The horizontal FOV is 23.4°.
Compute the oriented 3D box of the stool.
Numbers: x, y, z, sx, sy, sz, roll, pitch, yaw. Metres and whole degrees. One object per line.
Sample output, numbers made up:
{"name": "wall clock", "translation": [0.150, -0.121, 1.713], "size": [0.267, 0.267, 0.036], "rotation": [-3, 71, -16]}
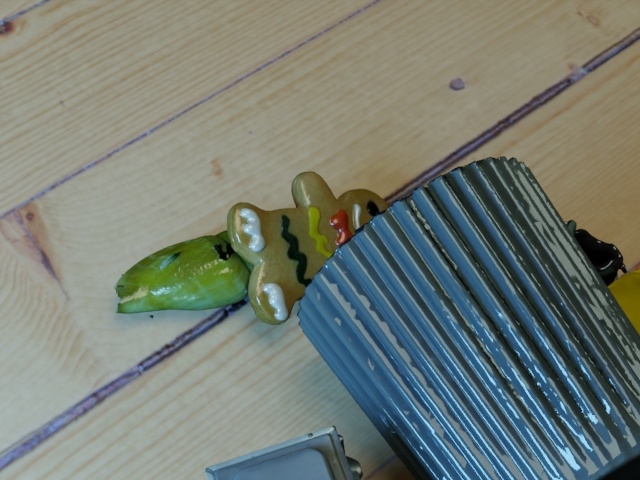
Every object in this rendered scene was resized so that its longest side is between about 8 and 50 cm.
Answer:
{"name": "stool", "translation": [0.184, 0.133, 1.562], "size": [0.297, 0.297, 0.330], "rotation": [-23, 65, -26]}

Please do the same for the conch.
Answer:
{"name": "conch", "translation": [-0.131, 0.033, 1.706], "size": [0.200, 0.079, 0.095], "rotation": [-8, 29, -10]}

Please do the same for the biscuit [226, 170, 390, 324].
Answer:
{"name": "biscuit", "translation": [0.001, 0.000, 1.731], "size": [0.240, 0.035, 0.158], "rotation": [-23, 92, -41]}

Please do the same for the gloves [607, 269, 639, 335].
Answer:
{"name": "gloves", "translation": [0.412, 0.093, 1.756], "size": [0.294, 0.116, 0.133], "rotation": [-8, 93, -24]}

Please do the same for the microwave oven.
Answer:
{"name": "microwave oven", "translation": [-0.001, 0.320, 1.422], "size": [0.145, 0.194, 0.240], "rotation": [-15, 56, -9]}

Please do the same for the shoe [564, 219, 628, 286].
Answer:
{"name": "shoe", "translation": [0.276, 0.013, 1.781], "size": [0.169, 0.099, 0.071], "rotation": [14, 51, -4]}
